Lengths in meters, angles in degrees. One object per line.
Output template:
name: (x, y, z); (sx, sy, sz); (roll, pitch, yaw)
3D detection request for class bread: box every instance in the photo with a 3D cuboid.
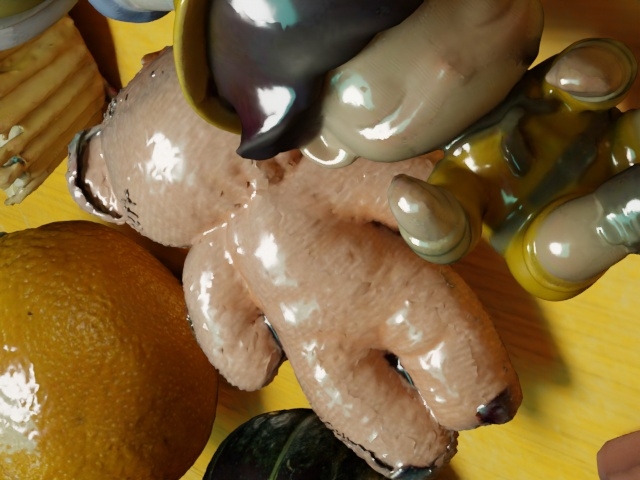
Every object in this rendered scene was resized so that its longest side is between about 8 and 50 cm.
bread: (-0.297, -0.158, 1.030); (0.274, 0.149, 0.274); (43, 159, 21)

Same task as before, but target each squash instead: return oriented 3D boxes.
squash: (0.000, 0.206, 0.931); (0.193, 0.156, 0.193); (16, 125, 24)

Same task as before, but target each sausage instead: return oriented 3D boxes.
sausage: (0.193, 0.111, 0.670); (0.147, 0.035, 0.030); (142, 128, -59)

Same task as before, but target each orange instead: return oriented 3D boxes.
orange: (-0.213, 0.110, 1.072); (0.264, 0.264, 0.264); (37, 144, 33)

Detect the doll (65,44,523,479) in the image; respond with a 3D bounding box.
doll: (0.000, 0.000, 0.775); (0.303, 0.201, 0.156); (52, -168, 0)

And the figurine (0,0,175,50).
figurine: (-0.174, -0.183, 0.752); (0.382, 0.224, 0.205); (34, 149, 40)

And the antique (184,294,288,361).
antique: (-0.050, 0.047, 0.910); (0.104, 0.104, 0.104); (37, 144, 33)

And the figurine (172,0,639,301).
figurine: (0.048, -0.086, 0.565); (0.257, 0.192, 0.167); (49, 169, -4)
